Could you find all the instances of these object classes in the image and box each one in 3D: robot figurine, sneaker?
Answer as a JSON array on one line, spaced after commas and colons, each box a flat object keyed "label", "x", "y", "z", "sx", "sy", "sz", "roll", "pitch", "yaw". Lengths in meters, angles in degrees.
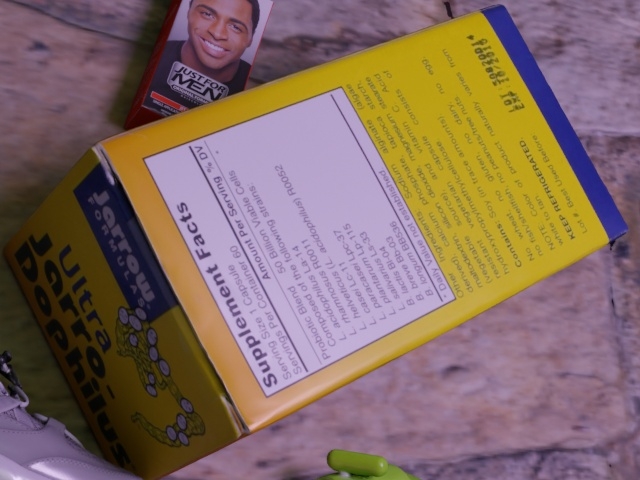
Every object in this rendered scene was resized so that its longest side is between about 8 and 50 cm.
[{"label": "robot figurine", "x": 0.025, "y": 0.195, "z": 0.950, "sx": 0.115, "sy": 0.067, "sz": 0.101, "roll": -6, "pitch": 104, "yaw": -33}, {"label": "sneaker", "x": -0.219, "y": 0.093, "z": 0.827, "sx": 0.281, "sy": 0.105, "sz": 0.115, "roll": 32, "pitch": 58, "yaw": -15}]

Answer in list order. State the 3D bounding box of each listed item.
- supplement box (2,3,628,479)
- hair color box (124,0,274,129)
[{"label": "supplement box", "x": 0.000, "y": 0.000, "z": 0.938, "sx": 0.356, "sy": 0.195, "sz": 0.194, "roll": -23, "pitch": 83, "yaw": -35}, {"label": "hair color box", "x": -0.092, "y": -0.136, "z": 1.031, "sx": 0.072, "sy": 0.043, "sz": 0.141, "roll": 25, "pitch": 60, "yaw": -17}]
